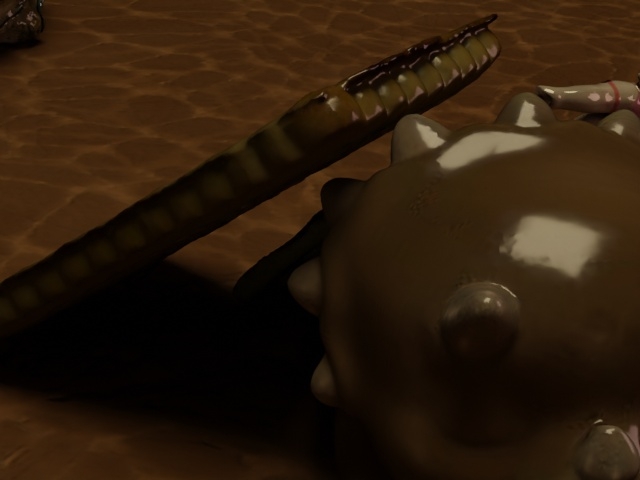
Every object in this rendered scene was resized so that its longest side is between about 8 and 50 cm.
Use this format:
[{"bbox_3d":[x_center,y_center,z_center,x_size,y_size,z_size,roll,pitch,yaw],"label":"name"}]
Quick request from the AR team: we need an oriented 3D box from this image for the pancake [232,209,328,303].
[{"bbox_3d":[-0.001,0.000,0.714,0.017,0.108,0.108,51,39,9],"label":"pancake"}]

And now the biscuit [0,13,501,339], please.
[{"bbox_3d":[-0.042,-0.023,0.639,0.254,0.029,0.172,-28,2,34],"label":"biscuit"}]

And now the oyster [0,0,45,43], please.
[{"bbox_3d":[-0.307,-0.199,1.076,0.198,0.092,0.260,11,34,11],"label":"oyster"}]

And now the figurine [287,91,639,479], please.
[{"bbox_3d":[0.078,0.021,0.579,0.177,0.173,0.247,9,25,7],"label":"figurine"}]

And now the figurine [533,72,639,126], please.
[{"bbox_3d":[0.225,-0.074,0.946,0.187,0.083,0.083,2,24,-23],"label":"figurine"}]
